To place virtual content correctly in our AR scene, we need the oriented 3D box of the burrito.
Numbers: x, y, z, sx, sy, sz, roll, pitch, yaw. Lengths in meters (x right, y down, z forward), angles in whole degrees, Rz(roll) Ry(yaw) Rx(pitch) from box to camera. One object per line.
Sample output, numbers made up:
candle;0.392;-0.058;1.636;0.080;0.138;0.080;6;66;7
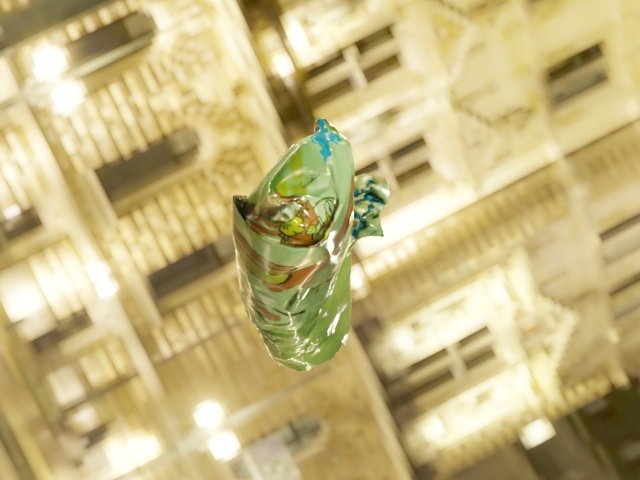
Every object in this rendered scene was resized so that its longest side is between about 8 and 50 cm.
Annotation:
burrito;0.000;0.000;1.006;0.054;0.104;0.288;35;-16;11
